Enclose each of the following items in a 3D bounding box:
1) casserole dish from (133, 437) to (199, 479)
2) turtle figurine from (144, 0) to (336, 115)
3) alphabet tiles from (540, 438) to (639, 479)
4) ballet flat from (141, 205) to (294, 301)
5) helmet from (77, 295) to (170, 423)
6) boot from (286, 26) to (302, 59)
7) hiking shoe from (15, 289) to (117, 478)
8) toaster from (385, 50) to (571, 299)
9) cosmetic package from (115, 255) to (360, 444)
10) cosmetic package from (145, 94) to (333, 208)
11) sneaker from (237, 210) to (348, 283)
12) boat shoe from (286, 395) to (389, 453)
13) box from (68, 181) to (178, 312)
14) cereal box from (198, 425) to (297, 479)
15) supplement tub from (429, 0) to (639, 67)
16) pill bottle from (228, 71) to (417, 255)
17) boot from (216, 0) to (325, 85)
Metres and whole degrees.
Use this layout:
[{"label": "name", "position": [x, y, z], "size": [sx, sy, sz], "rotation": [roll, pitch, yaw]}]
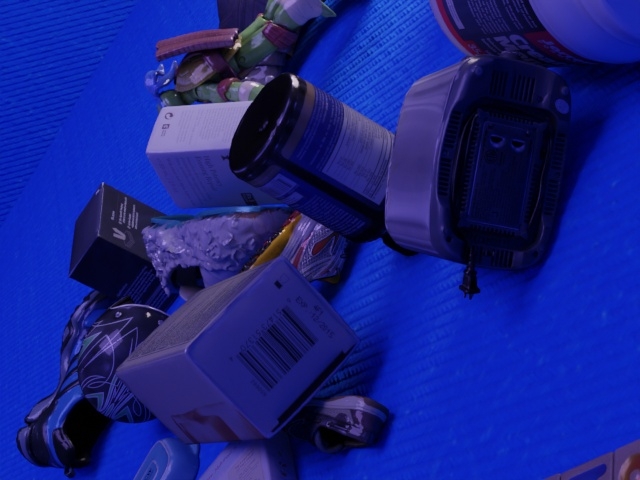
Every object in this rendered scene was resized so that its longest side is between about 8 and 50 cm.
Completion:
[{"label": "casserole dish", "position": [-0.214, 0.326, 1.690], "size": [0.188, 0.037, 0.114], "rotation": [-59, 23, 2]}, {"label": "turtle figurine", "position": [-0.073, -0.214, 1.848], "size": [0.266, 0.274, 0.198], "rotation": [-47, -15, 5]}, {"label": "alphabet tiles", "position": [0.197, 0.268, 0.913], "size": [0.342, 0.011, 0.285], "rotation": [-37, 33, 45]}, {"label": "ballet flat", "position": [-0.127, 0.025, 1.781], "size": [0.147, 0.147, 0.409], "rotation": [-66, 20, -11]}, {"label": "helmet", "position": [-0.242, 0.159, 1.782], "size": [0.169, 0.169, 0.161], "rotation": [-58, 7, 8]}, {"label": "boot", "position": [-0.045, -0.325, 2.094], "size": [0.118, 0.042, 0.087], "rotation": [-27, 48, 52]}, {"label": "hiking shoe", "position": [-0.335, 0.210, 2.029], "size": [0.132, 0.113, 0.304], "rotation": [7, 70, 43]}, {"label": "toaster", "position": [0.140, -0.061, 1.253], "size": [0.146, 0.129, 0.227], "rotation": [-171, 89, -70]}, {"label": "cosmetic package", "position": [-0.098, 0.128, 1.459], "size": [0.153, 0.129, 0.296], "rotation": [-45, 9, -21]}, {"label": "cosmetic package", "position": [-0.084, -0.107, 1.666], "size": [0.231, 0.117, 0.085], "rotation": [-2, 54, 21]}, {"label": "sneaker", "position": [0.000, 0.000, 1.569], "size": [0.225, 0.093, 0.088], "rotation": [-48, 5, -6]}, {"label": "boat shoe", "position": [0.008, 0.188, 1.351], "size": [0.152, 0.056, 0.049], "rotation": [-25, 37, 55]}, {"label": "box", "position": [-0.291, 0.015, 2.056], "size": [0.093, 0.158, 0.156], "rotation": [-51, 24, 24]}, {"label": "cereal box", "position": [-0.087, 0.312, 1.418], "size": [0.173, 0.047, 0.240], "rotation": [-51, 23, 20]}, {"label": "supplement tub", "position": [0.231, -0.252, 1.213], "size": [0.191, 0.191, 0.272], "rotation": [-64, 22, -6]}, {"label": "pill bottle", "position": [0.025, -0.072, 1.405], "size": [0.123, 0.219, 0.123], "rotation": [-46, 27, 32]}, {"label": "boot", "position": [-0.050, -0.314, 2.011], "size": [0.338, 0.118, 0.223], "rotation": [10, 91, 53]}]
